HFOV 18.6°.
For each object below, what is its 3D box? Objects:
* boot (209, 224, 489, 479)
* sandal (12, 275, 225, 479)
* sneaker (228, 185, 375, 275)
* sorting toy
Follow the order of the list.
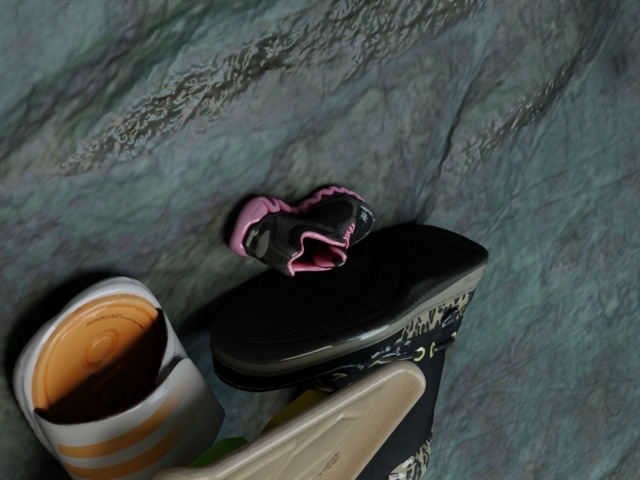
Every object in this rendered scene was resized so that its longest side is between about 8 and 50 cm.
[{"bbox_3d":[0.013,0.099,1.253,0.236,0.085,0.178,-22,132,-47],"label":"boot"},{"bbox_3d":[-0.096,0.122,1.139,0.102,0.076,0.265,-43,146,-20],"label":"sandal"},{"bbox_3d":[0.000,0.000,1.179,0.119,0.057,0.047,-12,126,-51],"label":"sneaker"},{"bbox_3d":[-0.052,0.153,1.148,0.208,0.038,0.193,-19,152,-45],"label":"sorting toy"}]
